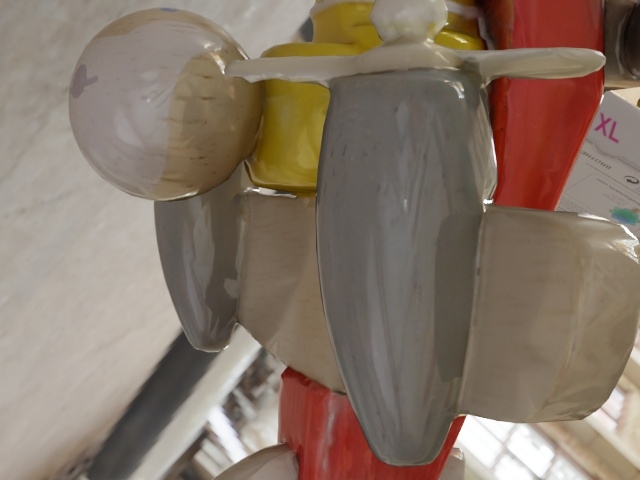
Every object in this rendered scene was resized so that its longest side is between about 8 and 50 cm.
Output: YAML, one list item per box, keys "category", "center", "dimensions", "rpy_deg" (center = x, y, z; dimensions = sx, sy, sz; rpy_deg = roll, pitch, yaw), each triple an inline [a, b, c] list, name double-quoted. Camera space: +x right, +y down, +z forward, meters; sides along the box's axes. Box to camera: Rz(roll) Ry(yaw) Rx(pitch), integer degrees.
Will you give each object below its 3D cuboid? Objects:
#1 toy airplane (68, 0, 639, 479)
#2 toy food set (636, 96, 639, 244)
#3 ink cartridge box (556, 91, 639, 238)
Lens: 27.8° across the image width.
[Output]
- category: "toy airplane"
  center: [0.000, 0.000, 0.607]
  dimensions: [0.386, 0.272, 0.384]
  rpy_deg: [-50, -157, 39]
- category: "toy food set"
  center: [0.326, -0.111, 1.315]
  dimensions: [0.219, 0.092, 0.306]
  rpy_deg: [-25, 126, -57]
- category: "ink cartridge box"
  center: [0.184, -0.050, 1.157]
  dimensions: [0.065, 0.185, 0.311]
  rpy_deg: [-65, -170, -25]
